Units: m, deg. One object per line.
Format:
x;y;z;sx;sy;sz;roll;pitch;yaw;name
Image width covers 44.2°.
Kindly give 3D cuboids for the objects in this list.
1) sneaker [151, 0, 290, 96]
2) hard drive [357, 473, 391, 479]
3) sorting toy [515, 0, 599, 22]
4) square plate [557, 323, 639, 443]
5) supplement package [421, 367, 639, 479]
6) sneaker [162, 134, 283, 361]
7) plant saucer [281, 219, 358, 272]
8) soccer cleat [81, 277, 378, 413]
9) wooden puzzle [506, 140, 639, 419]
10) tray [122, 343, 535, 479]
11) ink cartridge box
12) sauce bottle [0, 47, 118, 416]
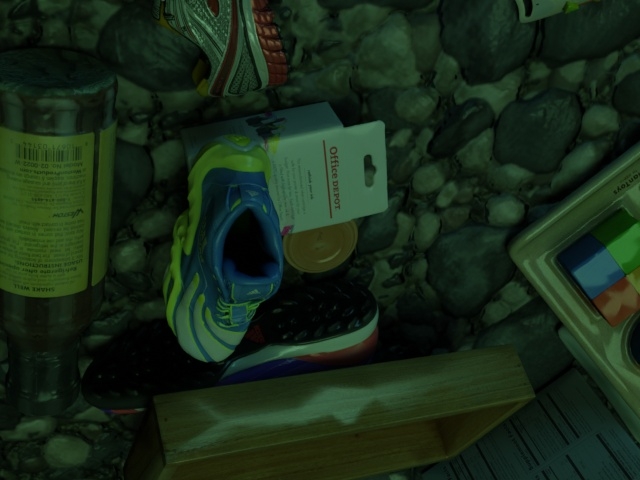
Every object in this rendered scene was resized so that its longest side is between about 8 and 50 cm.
-0.096;-0.207;0.617;0.093;0.088;0.225;-21;126;-2;sneaker
-0.075;0.391;1.053;0.308;0.040;0.203;7;120;-22;hard drive
0.215;-0.238;0.737;0.075;0.045;0.083;-22;129;21;sorting toy
0.535;0.120;1.073;0.347;0.049;0.344;-38;126;8;square plate
0.321;0.356;1.065;0.263;0.198;0.199;-38;126;9;supplement package
-0.086;0.035;0.682;0.091;0.126;0.240;-1;123;-15;sneaker
0.000;0.000;0.834;0.084;0.013;0.083;-9;124;-13;plant saucer
-0.087;0.137;0.843;0.318;0.108;0.116;-15;130;-11;soccer cleat
0.440;0.032;0.920;0.322;0.080;0.348;-39;111;9;wooden puzzle
0.008;0.208;0.865;0.411;0.076;0.203;-3;148;-25;tray
-0.032;-0.065;0.749;0.181;0.061;0.104;-12;125;-9;ink cartridge box
-0.244;0.009;0.697;0.111;0.111;0.344;2;121;-20;sauce bottle
